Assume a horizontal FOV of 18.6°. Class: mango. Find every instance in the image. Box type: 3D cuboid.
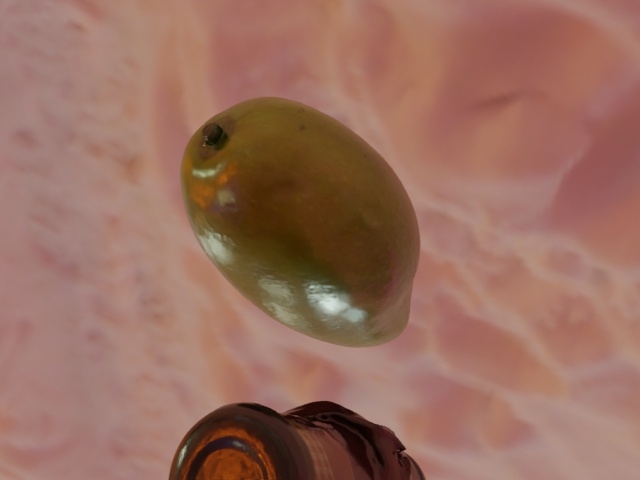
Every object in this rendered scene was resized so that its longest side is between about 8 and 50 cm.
[{"bbox_3d":[0.000,0.000,1.719,0.192,0.156,0.343,16,160,28],"label":"mango"}]

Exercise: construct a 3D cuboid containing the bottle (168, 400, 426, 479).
[{"bbox_3d":[0.005,0.205,1.591,0.156,0.143,0.271,52,-161,26],"label":"bottle"}]
